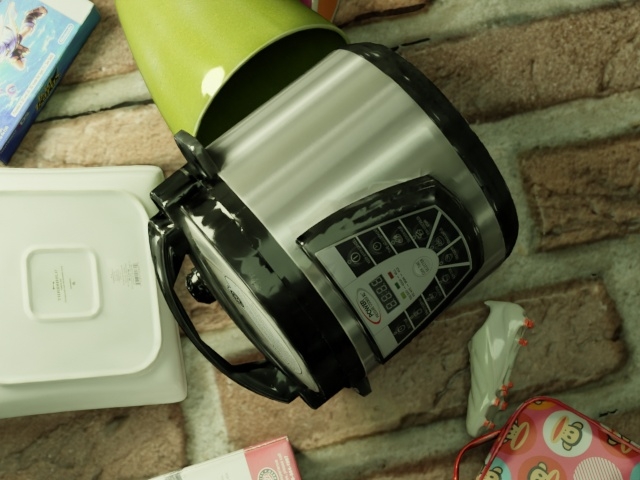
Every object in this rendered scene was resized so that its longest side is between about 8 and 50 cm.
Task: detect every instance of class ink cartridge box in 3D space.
[{"bbox_3d":[-0.147,0.401,1.559,0.283,0.117,0.207,-17,80,-4],"label":"ink cartridge box"}]

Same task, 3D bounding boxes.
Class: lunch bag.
[{"bbox_3d":[0.291,0.364,1.564,0.258,0.120,0.293,30,81,17],"label":"lunch bag"}]

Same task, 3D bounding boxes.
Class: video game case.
[{"bbox_3d":[-0.498,-0.287,1.714,0.244,0.061,0.270,29,81,6],"label":"video game case"}]

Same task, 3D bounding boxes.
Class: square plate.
[{"bbox_3d":[-0.355,0.059,1.588,0.344,0.049,0.347,-2,77,-26],"label":"square plate"}]

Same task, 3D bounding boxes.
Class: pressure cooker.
[{"bbox_3d":[-0.001,0.000,1.515,0.420,0.375,0.370,-37,74,-9],"label":"pressure cooker"}]

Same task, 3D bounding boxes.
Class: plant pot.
[{"bbox_3d":[-0.151,-0.277,1.638,0.275,0.275,0.293,-39,66,-7],"label":"plant pot"}]

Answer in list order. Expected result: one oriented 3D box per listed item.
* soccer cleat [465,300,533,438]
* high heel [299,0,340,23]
[{"bbox_3d":[0.235,0.179,1.639,0.076,0.068,0.196,17,82,25],"label":"soccer cleat"},{"bbox_3d":[-0.032,-0.414,1.750,0.117,0.082,0.244,6,92,29],"label":"high heel"}]
